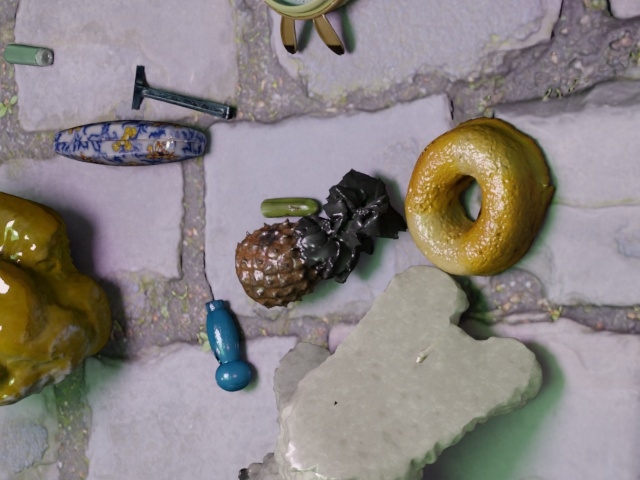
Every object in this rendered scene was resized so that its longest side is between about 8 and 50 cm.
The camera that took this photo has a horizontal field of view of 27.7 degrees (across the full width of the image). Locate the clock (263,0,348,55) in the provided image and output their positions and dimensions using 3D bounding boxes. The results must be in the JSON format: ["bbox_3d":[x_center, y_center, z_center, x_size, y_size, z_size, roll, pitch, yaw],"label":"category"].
[{"bbox_3d":[-0.015,-0.349,1.622,0.170,0.069,0.231,7,100,35],"label":"clock"}]

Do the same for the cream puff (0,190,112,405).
[{"bbox_3d":[-0.501,0.060,1.843,0.378,0.378,0.275,19,127,34],"label":"cream puff"}]

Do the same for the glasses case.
[{"bbox_3d":[-0.272,-0.136,1.819,0.248,0.087,0.065,3,93,36],"label":"glasses case"}]

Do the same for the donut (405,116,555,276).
[{"bbox_3d":[0.173,-0.048,1.509,0.174,0.075,0.190,44,119,24],"label":"donut"}]

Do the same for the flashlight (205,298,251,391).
[{"bbox_3d":[-0.128,0.143,1.768,0.051,0.051,0.129,-20,78,36],"label":"flashlight"}]

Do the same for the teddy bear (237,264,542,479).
[{"bbox_3d":[0.060,0.270,1.610,0.327,0.375,0.362,44,160,24],"label":"teddy bear"}]

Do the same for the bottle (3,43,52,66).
[{"bbox_3d":[-0.443,-0.281,1.966,0.083,0.030,0.030,11,101,34],"label":"bottle"}]

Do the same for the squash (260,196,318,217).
[{"bbox_3d":[-0.038,-0.043,1.694,0.083,0.027,0.027,-2,93,36],"label":"squash"}]

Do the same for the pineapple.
[{"bbox_3d":[0.000,0.000,1.622,0.237,0.119,0.111,-26,35,31],"label":"pineapple"}]

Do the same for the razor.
[{"bbox_3d":[-0.197,-0.193,1.793,0.190,0.033,0.066,18,106,33],"label":"razor"}]
